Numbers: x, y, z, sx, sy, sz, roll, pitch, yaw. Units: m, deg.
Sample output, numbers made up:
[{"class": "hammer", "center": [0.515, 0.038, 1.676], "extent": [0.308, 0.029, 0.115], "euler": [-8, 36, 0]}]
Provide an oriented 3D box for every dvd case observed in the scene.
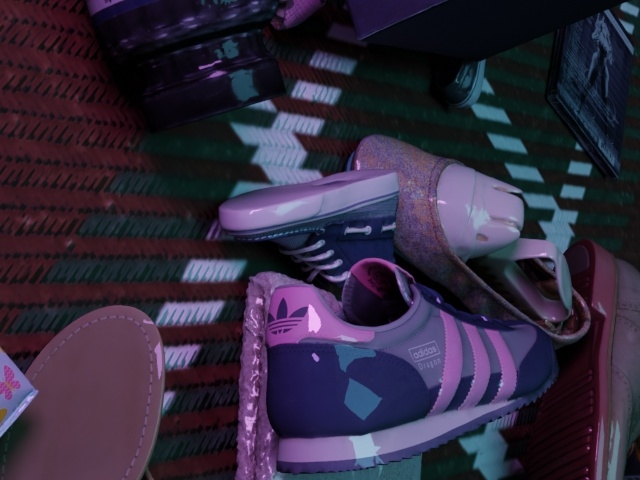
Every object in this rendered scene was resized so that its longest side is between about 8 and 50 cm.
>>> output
[{"class": "dvd case", "center": [0.329, -0.208, 1.410], "extent": [0.164, 0.018, 0.221], "euler": [42, 50, -37]}]

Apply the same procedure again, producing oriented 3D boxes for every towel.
[{"class": "towel", "center": [0.008, 0.174, 0.854], "extent": [0.187, 0.049, 0.282], "euler": [23, 63, -49]}]

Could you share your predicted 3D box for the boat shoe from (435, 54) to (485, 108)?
[{"class": "boat shoe", "center": [0.137, -0.197, 1.126], "extent": [0.040, 0.049, 0.142], "euler": [28, 62, -46]}]

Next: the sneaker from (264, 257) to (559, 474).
[{"class": "sneaker", "center": [0.078, 0.071, 0.846], "extent": [0.319, 0.112, 0.131], "euler": [-11, 91, -55]}]

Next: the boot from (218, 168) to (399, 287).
[{"class": "boot", "center": [0.000, 0.000, 0.875], "extent": [0.190, 0.069, 0.086], "euler": [-15, 106, -49]}]

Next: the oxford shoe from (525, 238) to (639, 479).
[{"class": "oxford shoe", "center": [0.287, 0.165, 1.131], "extent": [0.130, 0.123, 0.348], "euler": [22, 60, -16]}]

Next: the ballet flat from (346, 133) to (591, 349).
[{"class": "ballet flat", "center": [0.149, 0.001, 1.039], "extent": [0.316, 0.106, 0.107], "euler": [41, 50, -39]}]

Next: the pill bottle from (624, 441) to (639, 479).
[{"class": "pill bottle", "center": [0.408, 0.189, 1.214], "extent": [0.130, 0.246, 0.130], "euler": [19, 65, -50]}]

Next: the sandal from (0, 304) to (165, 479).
[{"class": "sandal", "center": [-0.138, 0.160, 0.661], "extent": [0.079, 0.088, 0.240], "euler": [71, 29, -70]}]

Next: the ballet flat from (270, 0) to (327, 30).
[{"class": "ballet flat", "center": [-0.068, -0.246, 0.855], "extent": [0.079, 0.077, 0.221], "euler": [-53, 125, -22]}]

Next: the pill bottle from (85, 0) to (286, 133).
[{"class": "pill bottle", "center": [-0.097, -0.186, 0.748], "extent": [0.123, 0.123, 0.219], "euler": [-27, 102, -53]}]

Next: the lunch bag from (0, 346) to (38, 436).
[{"class": "lunch bag", "center": [-0.199, 0.083, 0.599], "extent": [0.083, 0.053, 0.071], "euler": [-50, 119, -36]}]

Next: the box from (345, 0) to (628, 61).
[{"class": "box", "center": [0.110, -0.315, 0.947], "extent": [0.296, 0.183, 0.294], "euler": [-10, 79, -64]}]
